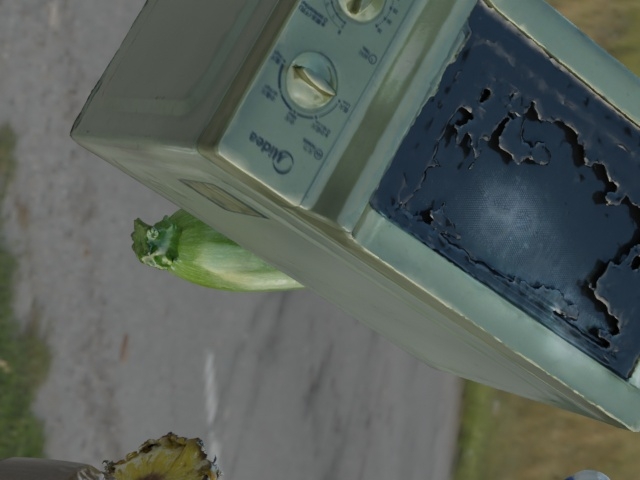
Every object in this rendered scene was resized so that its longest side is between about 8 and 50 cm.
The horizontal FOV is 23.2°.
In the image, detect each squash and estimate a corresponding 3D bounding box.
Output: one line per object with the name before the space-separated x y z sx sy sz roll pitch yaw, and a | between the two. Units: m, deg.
squash | 0.000 0.000 1.593 0.107 0.395 0.107 -2 -93 63

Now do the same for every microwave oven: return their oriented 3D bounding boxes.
microwave oven | 0.065 -0.065 1.031 0.218 0.355 0.286 -61 -154 -8

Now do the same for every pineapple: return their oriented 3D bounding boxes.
pineapple | -0.207 0.309 1.827 0.047 0.221 0.221 59 36 -30

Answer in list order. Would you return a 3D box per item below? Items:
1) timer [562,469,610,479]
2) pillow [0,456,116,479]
timer | 0.279 0.380 1.626 0.253 0.178 0.078 60 -3 24
pillow | -0.272 0.223 1.332 0.211 0.135 0.034 -30 125 -72
